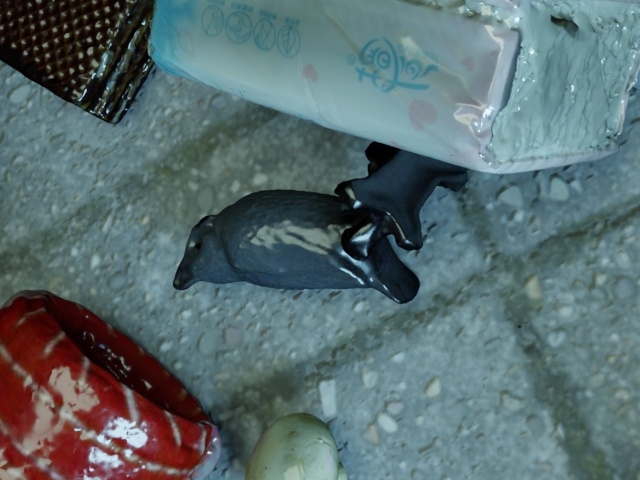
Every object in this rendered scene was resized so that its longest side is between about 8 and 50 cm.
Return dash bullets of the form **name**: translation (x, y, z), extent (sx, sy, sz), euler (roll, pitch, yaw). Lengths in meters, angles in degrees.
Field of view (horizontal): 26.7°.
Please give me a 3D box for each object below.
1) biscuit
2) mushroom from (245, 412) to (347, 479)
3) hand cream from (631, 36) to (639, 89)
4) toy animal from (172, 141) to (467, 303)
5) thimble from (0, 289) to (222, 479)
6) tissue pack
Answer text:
- **biscuit**: translation (-0.240, -0.196, 1.099), extent (0.252, 0.070, 0.106), euler (32, 92, 26)
- **mushroom**: translation (-0.015, 0.161, 0.929), extent (0.067, 0.083, 0.083), euler (13, 90, -20)
- **hand cream**: translation (0.222, -0.133, 0.902), extent (0.255, 0.048, 0.079), euler (33, 88, 28)
- **toy animal**: translation (-0.002, 0.003, 0.964), extent (0.210, 0.121, 0.117), euler (-21, 116, 35)
- **thimble**: translation (-0.177, 0.128, 0.953), extent (0.189, 0.163, 0.125), euler (37, 93, 25)
- **tissue pack**: translation (0.049, -0.134, 0.872), extent (0.271, 0.201, 0.124), euler (20, 110, 34)
